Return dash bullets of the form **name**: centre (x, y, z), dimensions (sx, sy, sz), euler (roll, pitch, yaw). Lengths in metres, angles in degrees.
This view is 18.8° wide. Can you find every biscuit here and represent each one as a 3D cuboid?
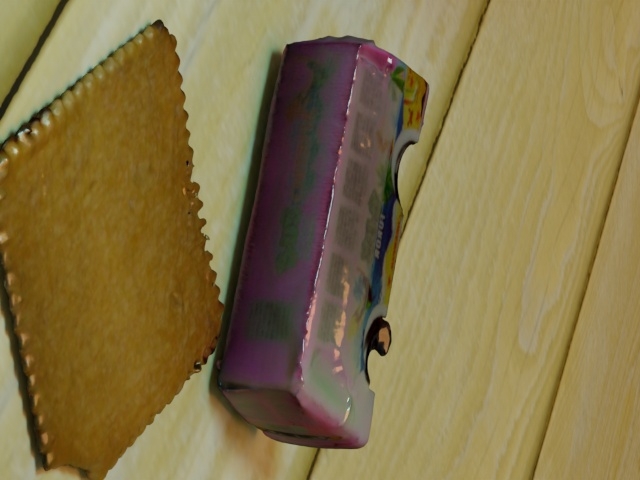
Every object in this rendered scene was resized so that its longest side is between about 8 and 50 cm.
- **biscuit**: centre (-0.120, 0.012, 1.139), dimensions (0.237, 0.013, 0.232), euler (-50, 138, -55)

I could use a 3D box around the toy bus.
- **toy bus**: centre (0.001, 0.000, 1.338), dimensions (0.112, 0.090, 0.274), euler (36, 60, -57)
